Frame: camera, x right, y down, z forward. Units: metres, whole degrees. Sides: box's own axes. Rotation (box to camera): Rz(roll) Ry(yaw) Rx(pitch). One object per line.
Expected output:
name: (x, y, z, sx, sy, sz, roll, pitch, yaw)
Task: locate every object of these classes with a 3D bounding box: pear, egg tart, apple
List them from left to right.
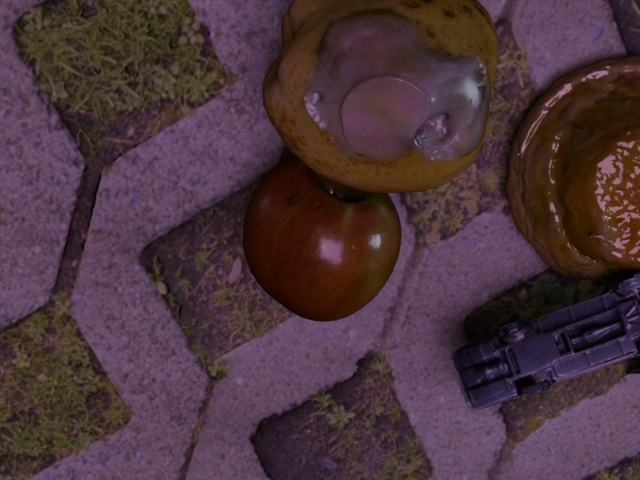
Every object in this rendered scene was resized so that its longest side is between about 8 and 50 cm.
apple: (0.000, 0.000, 1.445, 0.196, 0.196, 0.196, -2, 113, -4)
pear: (0.069, -0.180, 1.345, 0.271, 0.271, 0.271, -2, 113, -4)
egg tart: (0.390, -0.068, 1.478, 0.319, 0.128, 0.319, -2, 111, -4)

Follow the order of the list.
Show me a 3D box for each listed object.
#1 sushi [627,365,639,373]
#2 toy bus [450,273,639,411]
sushi: (0.491, 0.173, 1.562, 0.139, 0.201, 0.031, -3, 75, 1)
toy bus: (0.342, 0.120, 1.517, 0.342, 0.138, 0.097, -23, 79, 19)
